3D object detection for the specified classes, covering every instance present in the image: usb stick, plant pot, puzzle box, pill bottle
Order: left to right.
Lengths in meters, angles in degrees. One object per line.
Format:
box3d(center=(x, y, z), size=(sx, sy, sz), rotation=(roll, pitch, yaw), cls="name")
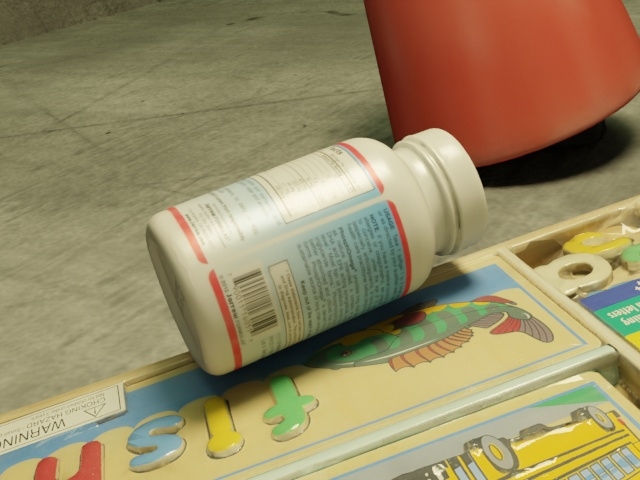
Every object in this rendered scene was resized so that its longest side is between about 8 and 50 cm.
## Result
box3d(center=(0.000, 0.000, 0.465), size=(0.160, 0.087, 0.087), rotation=(-22, 26, -16), cls="pill bottle")
box3d(center=(0.034, 0.103, 0.390), size=(0.409, 0.052, 0.272), rotation=(-19, 24, -8), cls="puzzle box")
box3d(center=(0.163, -0.236, 0.911), size=(0.275, 0.243, 0.275), rotation=(-21, 21, 8), cls="plant pot")
box3d(center=(0.264, -0.163, 1.049), size=(0.077, 0.045, 0.278), rotation=(2, 23, 3), cls="usb stick")
